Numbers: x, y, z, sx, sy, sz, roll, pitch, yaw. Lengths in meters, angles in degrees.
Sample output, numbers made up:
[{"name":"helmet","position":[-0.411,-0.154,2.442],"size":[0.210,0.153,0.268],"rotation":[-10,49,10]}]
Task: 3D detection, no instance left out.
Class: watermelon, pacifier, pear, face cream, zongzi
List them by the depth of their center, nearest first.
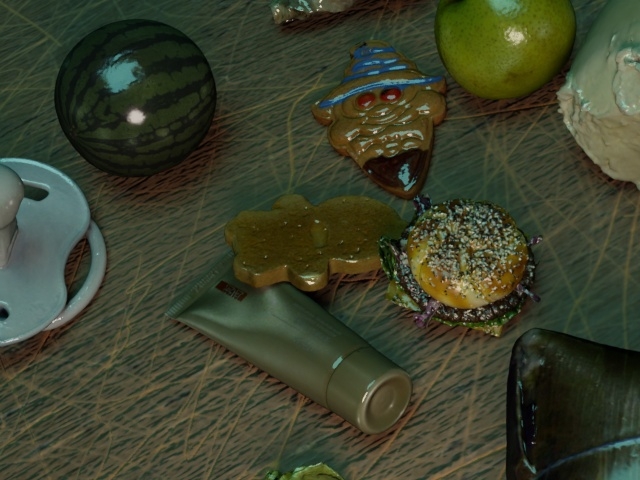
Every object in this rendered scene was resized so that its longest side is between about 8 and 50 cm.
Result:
[{"name":"zongzi","position":[0.347,0.292,1.189],"size":[0.404,0.207,0.432],"rotation":[3,49,18]},{"name":"face cream","position":[-0.037,0.111,1.552],"size":[0.137,0.084,0.341],"rotation":[-45,46,-15]},{"name":"pear","position":[0.215,-0.276,1.663],"size":[0.180,0.216,0.166],"rotation":[-23,40,44]},{"name":"pacifier","position":[-0.392,-0.009,1.665],"size":[0.239,0.225,0.287],"rotation":[12,59,4]},{"name":"watermelon","position":[-0.239,-0.187,1.753],"size":[0.212,0.212,0.212],"rotation":[-9,53,12]}]

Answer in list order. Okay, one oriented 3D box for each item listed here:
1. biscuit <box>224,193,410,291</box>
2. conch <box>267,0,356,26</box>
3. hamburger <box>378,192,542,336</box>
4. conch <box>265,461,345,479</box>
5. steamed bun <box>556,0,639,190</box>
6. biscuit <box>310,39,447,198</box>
[{"name":"biscuit","position":[0.000,0.000,1.620],"size":[0.226,0.036,0.166],"rotation":[-11,41,-9]},{"name":"conch","position":[0.043,-0.420,1.861],"size":[0.291,0.159,0.210],"rotation":[-25,52,2]},{"name":"hamburger","position":[0.158,0.019,1.525],"size":[0.190,0.093,0.164],"rotation":[5,61,6]},{"name":"conch","position":[-0.009,0.277,1.414],"size":[0.121,0.074,0.089],"rotation":[35,105,13]},{"name":"steamed bun","position":[0.454,-0.217,1.529],"size":[0.334,0.233,0.312],"rotation":[12,60,24]},{"name":"biscuit","position":[0.081,-0.164,1.741],"size":[0.183,0.043,0.280],"rotation":[-18,48,9]}]
